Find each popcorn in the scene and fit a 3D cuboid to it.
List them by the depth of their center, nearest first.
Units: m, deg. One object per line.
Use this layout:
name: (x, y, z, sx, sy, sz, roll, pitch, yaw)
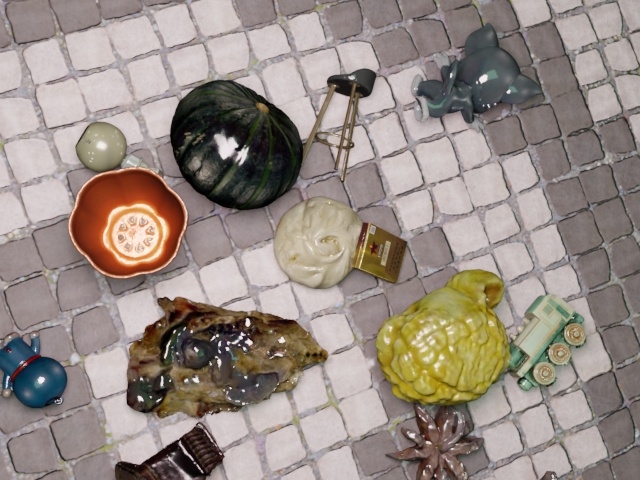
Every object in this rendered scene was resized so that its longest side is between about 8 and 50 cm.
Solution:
popcorn: (0.249, 0.203, 1.270, 0.286, 0.174, 0.225, -31, 102, -22)

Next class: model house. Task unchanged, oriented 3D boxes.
model house: (-0.234, 0.432, 1.157, 0.164, 0.141, 0.203, -14, 64, -40)

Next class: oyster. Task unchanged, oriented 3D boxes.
oyster: (-0.169, 0.234, 1.222, 0.361, 0.096, 0.221, 11, 89, -8)

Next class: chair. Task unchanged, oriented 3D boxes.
chair: (0.033, -0.234, 1.308, 0.095, 0.104, 0.221, 18, 83, 8)

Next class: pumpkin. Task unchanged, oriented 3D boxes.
pumpkin: (-0.157, -0.169, 1.214, 0.250, 0.216, 0.250, 20, 55, -31)

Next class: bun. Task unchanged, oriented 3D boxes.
bun: (0.000, 0.000, 1.271, 0.183, 0.102, 0.183, 2, 82, -10)

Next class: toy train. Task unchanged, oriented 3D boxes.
toy train: (0.446, 0.207, 1.358, 0.125, 0.081, 0.194, 42, 81, 6)

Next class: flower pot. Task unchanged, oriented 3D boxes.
flower pot: (-0.329, -0.023, 1.169, 0.190, 0.173, 0.191, 1, 85, -13)

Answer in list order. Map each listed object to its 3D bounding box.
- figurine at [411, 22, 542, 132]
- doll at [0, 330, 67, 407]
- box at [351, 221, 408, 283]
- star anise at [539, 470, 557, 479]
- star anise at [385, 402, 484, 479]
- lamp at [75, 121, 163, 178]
figurine: (0.286, -0.323, 1.346, 0.265, 0.140, 0.193, -16, 69, -35)
doll: (-0.500, 0.230, 1.159, 0.152, 0.085, 0.114, 41, 67, 5)
box: (0.116, 0.026, 1.293, 0.133, 0.023, 0.090, 22, 78, -48)
star anise: (0.421, 0.611, 1.293, 0.331, 0.117, 0.332, 4, 79, -19)
star anise: (0.229, 0.408, 1.296, 0.182, 0.065, 0.195, -43, 96, -12)
lamp: (-0.362, -0.150, 1.228, 0.163, 0.091, 0.091, 29, 79, -23)
